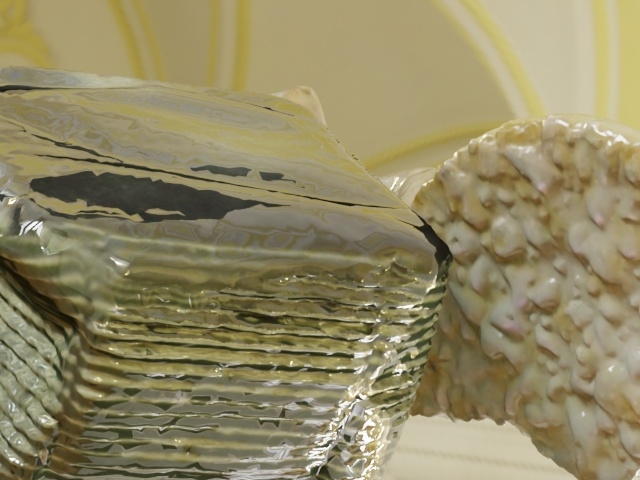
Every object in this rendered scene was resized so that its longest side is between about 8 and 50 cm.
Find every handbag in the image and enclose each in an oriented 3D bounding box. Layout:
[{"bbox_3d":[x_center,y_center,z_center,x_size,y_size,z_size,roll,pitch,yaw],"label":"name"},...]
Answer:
[{"bbox_3d":[-0.098,0.055,0.775,0.247,0.240,0.340,7,18,-20],"label":"handbag"}]

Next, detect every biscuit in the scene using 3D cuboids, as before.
[{"bbox_3d":[0.114,0.037,0.758,0.265,0.040,0.188,-39,-104,53],"label":"biscuit"}]

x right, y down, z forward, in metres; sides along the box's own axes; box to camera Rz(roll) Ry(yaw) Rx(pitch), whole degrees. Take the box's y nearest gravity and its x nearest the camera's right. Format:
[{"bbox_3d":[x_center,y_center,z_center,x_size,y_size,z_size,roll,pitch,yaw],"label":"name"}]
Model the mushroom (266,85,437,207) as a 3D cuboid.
[{"bbox_3d":[0.013,0.010,0.997,0.206,0.206,0.209,24,-47,40],"label":"mushroom"}]
